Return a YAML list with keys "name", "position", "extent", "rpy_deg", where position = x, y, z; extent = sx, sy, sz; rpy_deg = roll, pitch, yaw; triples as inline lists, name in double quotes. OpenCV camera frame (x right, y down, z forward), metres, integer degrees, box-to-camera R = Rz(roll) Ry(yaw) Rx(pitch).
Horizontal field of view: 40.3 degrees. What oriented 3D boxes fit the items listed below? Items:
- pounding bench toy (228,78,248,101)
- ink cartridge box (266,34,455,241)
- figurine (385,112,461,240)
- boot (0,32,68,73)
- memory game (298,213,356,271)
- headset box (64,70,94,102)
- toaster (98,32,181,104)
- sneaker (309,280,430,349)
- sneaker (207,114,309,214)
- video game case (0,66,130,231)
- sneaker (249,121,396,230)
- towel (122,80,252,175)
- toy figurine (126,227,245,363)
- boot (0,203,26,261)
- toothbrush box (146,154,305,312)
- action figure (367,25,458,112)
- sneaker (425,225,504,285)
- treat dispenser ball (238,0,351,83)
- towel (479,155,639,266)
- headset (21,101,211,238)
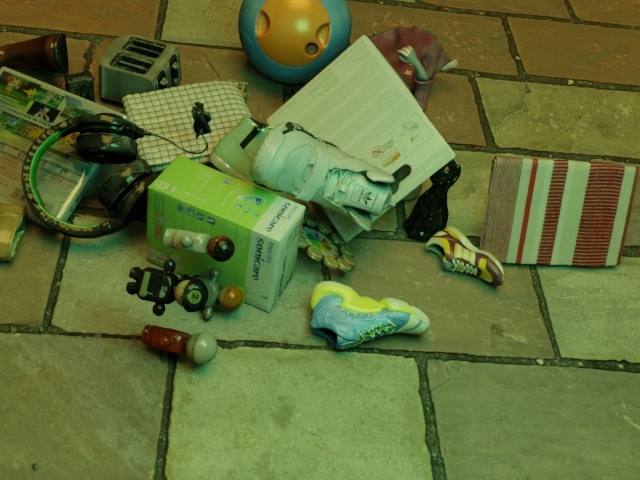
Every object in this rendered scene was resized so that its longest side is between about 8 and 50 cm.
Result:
- name: "pounding bench toy"
  position: [-0.207, -0.373, 2.160]
  extent: [0.052, 0.083, 0.065]
  rpy_deg: [10, 45, -1]
- name: "ink cartridge box"
  position: [0.092, -0.223, 1.954]
  extent: [0.308, 0.091, 0.385]
  rpy_deg: [-39, 64, 13]
- name: "figurine"
  position: [0.231, -0.147, 1.930]
  extent: [0.092, 0.209, 0.215]
  rpy_deg: [-4, 46, -23]
- name: "boot"
  position: [-0.740, -0.442, 2.051]
  extent: [0.280, 0.096, 0.264]
  rpy_deg: [-5, 18, -17]
- name: "memory game"
  position: [0.000, 0.000, 1.820]
  extent: [0.186, 0.012, 0.186]
  rpy_deg: [31, 22, -14]
- name: "headset box"
  position: [-0.573, -0.364, 2.079]
  extent: [0.062, 0.083, 0.032]
  rpy_deg: [-17, 52, -27]
- name: "toaster"
  position: [-0.446, -0.409, 2.131]
  extent: [0.185, 0.110, 0.168]
  rpy_deg: [16, 44, 5]
- name: "sneaker"
  position: [0.088, 0.169, 1.698]
  extent: [0.240, 0.091, 0.126]
  rpy_deg: [16, 63, 4]
- name: "sneaker"
  position: [-0.096, -0.158, 1.870]
  extent: [0.256, 0.151, 0.094]
  rpy_deg: [36, 9, -17]
- name: "video game case"
  position: [-0.624, -0.202, 1.874]
  extent: [0.329, 0.036, 0.300]
  rpy_deg: [22, 67, 11]
- name: "sneaker"
  position: [0.020, -0.123, 1.716]
  extent: [0.210, 0.137, 0.366]
  rpy_deg: [29, 10, 20]
- name: "towel"
  position: [-0.290, -0.229, 1.978]
  extent: [0.283, 0.121, 0.235]
  rpy_deg: [-14, 57, -17]
- name: "toy figurine"
  position: [-0.234, 0.095, 1.600]
  extent: [0.148, 0.213, 0.209]
  rpy_deg: [11, 40, 20]
- name: "boot"
  position: [-0.729, -0.068, 1.760]
  extent: [0.269, 0.089, 0.236]
  rpy_deg: [6, 56, -5]
- name: "toothbrush box"
  position: [-0.191, -0.013, 1.720]
  extent: [0.283, 0.206, 0.122]
  rpy_deg: [23, 45, 12]
- name: "action figure"
  position: [0.197, -0.366, 2.213]
  extent: [0.275, 0.248, 0.370]
  rpy_deg: [34, 45, -40]
- name: "sneaker"
  position: [0.307, 0.048, 1.865]
  extent: [0.084, 0.069, 0.185]
  rpy_deg: [-32, 52, -24]
- name: "treat dispenser ball"
  position: [-0.065, -0.544, 2.215]
  extent: [0.288, 0.288, 0.288]
  rpy_deg: [6, 45, -6]
- name: "towel"
  position: [0.515, -0.060, 1.897]
  extent: [0.329, 0.237, 0.037]
  rpy_deg: [3, 19, -9]
- name: "headset"
  position: [-0.403, -0.161, 1.756]
  extent: [0.394, 0.185, 0.243]
  rpy_deg: [-24, 84, -13]
